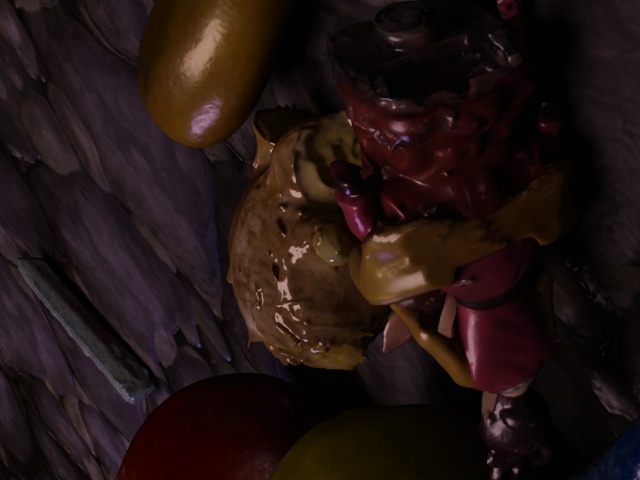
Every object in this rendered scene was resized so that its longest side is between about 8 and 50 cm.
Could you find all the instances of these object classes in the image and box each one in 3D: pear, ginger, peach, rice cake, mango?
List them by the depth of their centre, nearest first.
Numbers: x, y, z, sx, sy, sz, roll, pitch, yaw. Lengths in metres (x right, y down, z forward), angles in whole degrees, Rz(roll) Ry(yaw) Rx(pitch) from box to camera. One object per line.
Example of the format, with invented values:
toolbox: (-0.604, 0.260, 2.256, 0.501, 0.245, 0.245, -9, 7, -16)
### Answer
ginger: (0.000, 0.000, 0.899, 0.216, 0.102, 0.157, -160, 76, -80)
mango: (-0.059, -0.120, 0.914, 0.161, 0.076, 0.103, 129, 152, -50)
pear: (0.063, 0.216, 0.932, 0.212, 0.212, 0.269, 84, 159, -44)
peach: (-0.044, 0.213, 1.145, 0.243, 0.199, 0.243, 31, 140, 31)
rice cake: (-0.232, 0.084, 1.544, 0.207, 0.033, 0.033, 45, 154, 28)

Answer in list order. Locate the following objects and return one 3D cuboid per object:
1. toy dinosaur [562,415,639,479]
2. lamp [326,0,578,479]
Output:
toy dinosaur: (0.171, 0.118, 0.642, 0.248, 0.188, 0.075, 32, 153, 41)
lamp: (0.071, 0.003, 0.784, 0.118, 0.118, 0.253, 32, 148, 45)
